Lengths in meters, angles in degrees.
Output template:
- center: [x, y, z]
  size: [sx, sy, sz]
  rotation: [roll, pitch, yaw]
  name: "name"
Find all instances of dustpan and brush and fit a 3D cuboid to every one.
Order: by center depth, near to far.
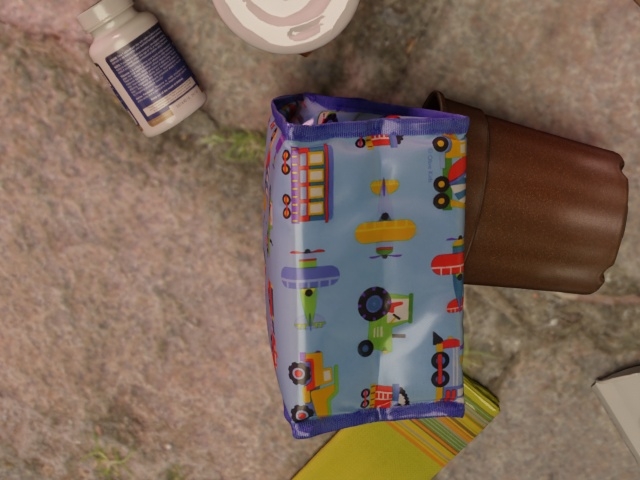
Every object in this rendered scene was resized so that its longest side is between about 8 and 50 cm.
- center: [0.378, 0.156, 1.073]
  size: [0.211, 0.060, 0.147]
  rotation: [-28, 107, 18]
  name: "dustpan and brush"

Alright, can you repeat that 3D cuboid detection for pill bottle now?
- center: [-0.015, -0.217, 0.893]
  size: [0.112, 0.186, 0.112]
  rotation: [3, 113, 7]
  name: "pill bottle"
- center: [-0.156, -0.155, 1.004]
  size: [0.067, 0.067, 0.120]
  rotation: [-28, 107, 17]
  name: "pill bottle"

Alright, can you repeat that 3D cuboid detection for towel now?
- center: [0.066, 0.210, 1.161]
  size: [0.102, 0.021, 0.237]
  rotation: [39, 113, -4]
  name: "towel"

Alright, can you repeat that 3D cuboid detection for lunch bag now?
- center: [0.000, 0.000, 0.933]
  size: [0.138, 0.293, 0.220]
  rotation: [-4, 102, -16]
  name: "lunch bag"

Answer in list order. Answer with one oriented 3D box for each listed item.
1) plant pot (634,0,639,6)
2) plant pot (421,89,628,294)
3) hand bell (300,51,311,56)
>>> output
- center: [0.310, -0.274, 0.803]
  size: [0.263, 0.229, 0.263]
  rotation: [3, 113, 6]
  name: "plant pot"
- center: [0.158, -0.027, 0.975]
  size: [0.165, 0.167, 0.166]
  rotation: [11, 114, -5]
  name: "plant pot"
- center: [-0.104, -0.226, 0.964]
  size: [0.242, 0.126, 0.126]
  rotation: [29, 114, -19]
  name: "hand bell"
